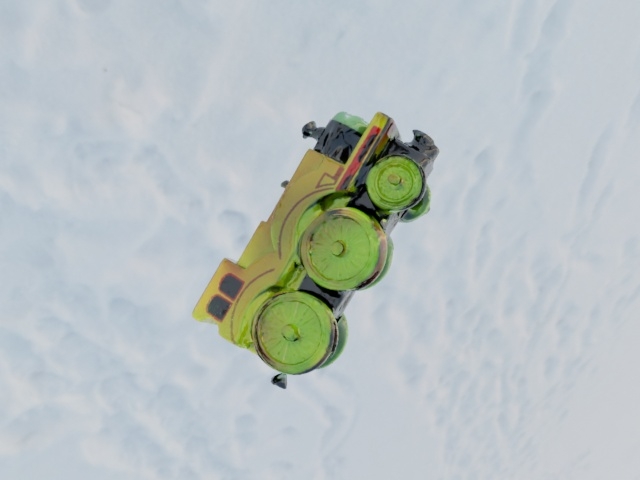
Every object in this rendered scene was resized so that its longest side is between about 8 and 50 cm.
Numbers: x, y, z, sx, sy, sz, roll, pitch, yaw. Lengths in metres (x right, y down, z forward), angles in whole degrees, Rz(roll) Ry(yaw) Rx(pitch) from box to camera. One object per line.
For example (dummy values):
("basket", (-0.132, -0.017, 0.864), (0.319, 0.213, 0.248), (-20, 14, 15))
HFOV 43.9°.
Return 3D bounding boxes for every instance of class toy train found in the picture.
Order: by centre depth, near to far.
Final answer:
("toy train", (0.000, 0.000, 0.812), (0.296, 0.160, 0.100), (-58, 163, 0))
